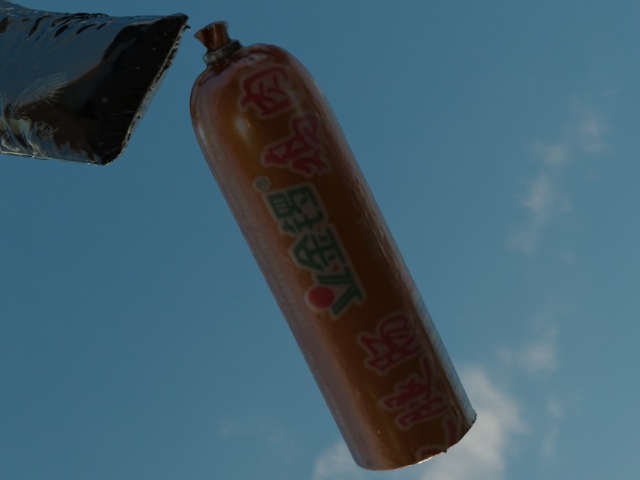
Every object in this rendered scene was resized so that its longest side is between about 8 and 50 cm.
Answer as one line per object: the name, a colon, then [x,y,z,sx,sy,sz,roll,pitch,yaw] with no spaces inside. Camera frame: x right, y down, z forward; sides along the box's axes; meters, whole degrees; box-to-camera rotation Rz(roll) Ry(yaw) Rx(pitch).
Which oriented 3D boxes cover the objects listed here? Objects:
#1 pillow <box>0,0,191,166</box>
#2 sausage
pillow: [-0.207,-0.118,0.835,0.055,0.208,0.141,48,-123,-55]
sausage: [0.000,0.000,0.736,0.093,0.093,0.312,-31,-76,-22]
